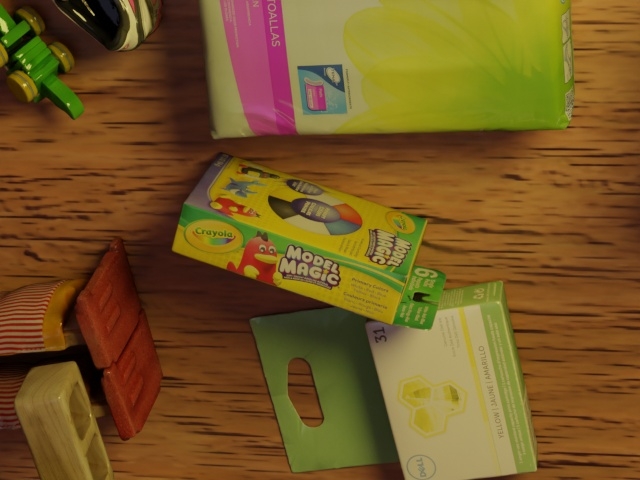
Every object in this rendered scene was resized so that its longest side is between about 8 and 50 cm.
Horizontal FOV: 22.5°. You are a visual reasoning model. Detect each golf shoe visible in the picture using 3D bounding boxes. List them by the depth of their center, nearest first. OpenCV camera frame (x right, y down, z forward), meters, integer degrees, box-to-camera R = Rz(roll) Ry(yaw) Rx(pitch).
[{"bbox_3d":[-0.205,-0.234,1.313,0.067,0.086,0.186,-39,99,24],"label":"golf shoe"}]

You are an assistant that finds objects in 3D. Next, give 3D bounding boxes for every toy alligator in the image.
[{"bbox_3d":[-0.272,-0.176,1.371,0.189,0.056,0.051,50,153,-11],"label":"toy alligator"}]

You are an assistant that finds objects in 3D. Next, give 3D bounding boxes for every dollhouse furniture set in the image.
[{"bbox_3d":[-0.279,0.156,1.333,0.201,0.374,0.152,-9,114,13],"label":"dollhouse furniture set"}]

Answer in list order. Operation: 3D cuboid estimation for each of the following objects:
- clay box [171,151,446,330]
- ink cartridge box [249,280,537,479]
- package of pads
[{"bbox_3d":[0.000,0.000,1.344,0.222,0.127,0.053,17,115,3],"label":"clay box"},{"bbox_3d":[0.063,0.136,1.430,0.235,0.056,0.171,-10,111,13],"label":"ink cartridge box"},{"bbox_3d":[0.049,-0.203,1.266,0.297,0.101,0.229,-1,113,11],"label":"package of pads"}]
